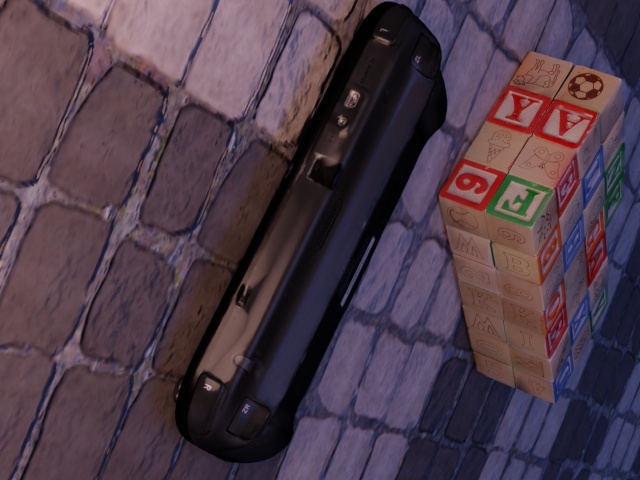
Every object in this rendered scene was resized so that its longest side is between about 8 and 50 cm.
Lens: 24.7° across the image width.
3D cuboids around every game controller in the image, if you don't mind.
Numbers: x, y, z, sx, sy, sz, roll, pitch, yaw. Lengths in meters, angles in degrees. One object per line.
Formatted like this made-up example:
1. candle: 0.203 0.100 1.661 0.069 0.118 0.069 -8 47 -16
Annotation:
1. game controller: 0.000 0.000 0.983 0.319 0.067 0.166 -63 169 -10

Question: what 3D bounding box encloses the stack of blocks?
1. stack of blocks: 0.202 -0.004 1.325 0.171 0.087 0.297 -56 152 -25
